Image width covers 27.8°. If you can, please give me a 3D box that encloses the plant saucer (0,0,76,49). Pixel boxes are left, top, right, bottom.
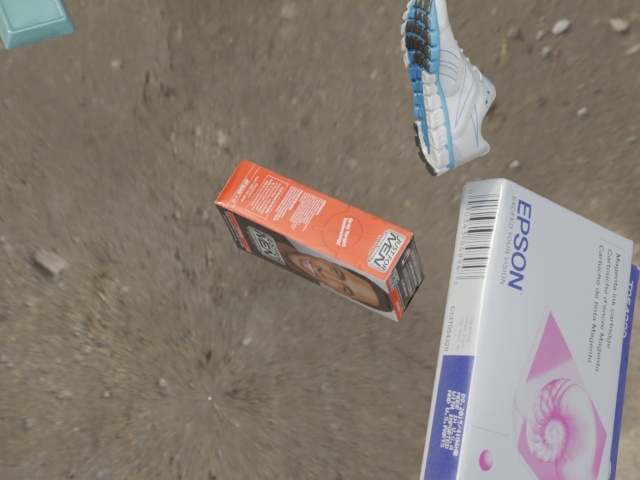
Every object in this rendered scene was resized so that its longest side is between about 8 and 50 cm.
[{"bbox_3d":[-0.293,-0.262,1.220,0.067,0.018,0.192,-19,61,-16],"label":"plant saucer"}]

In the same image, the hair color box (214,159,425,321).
[{"bbox_3d":[0.000,0.000,0.918,0.141,0.072,0.043,23,70,23],"label":"hair color box"}]

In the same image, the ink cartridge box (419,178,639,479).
[{"bbox_3d":[0.260,0.135,1.407,0.330,0.071,0.324,20,73,-38],"label":"ink cartridge box"}]

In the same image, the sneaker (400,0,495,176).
[{"bbox_3d":[0.133,-0.164,1.296,0.083,0.071,0.191,-14,114,-14],"label":"sneaker"}]
